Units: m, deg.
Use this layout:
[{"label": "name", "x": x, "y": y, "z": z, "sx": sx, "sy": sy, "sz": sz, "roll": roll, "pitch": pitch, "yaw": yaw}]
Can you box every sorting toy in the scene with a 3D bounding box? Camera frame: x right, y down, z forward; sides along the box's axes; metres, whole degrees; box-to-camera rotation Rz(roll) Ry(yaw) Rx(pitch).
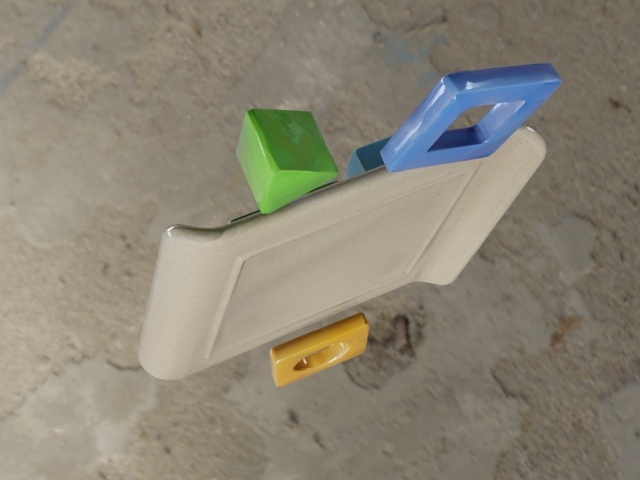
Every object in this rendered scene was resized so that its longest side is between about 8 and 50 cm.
[{"label": "sorting toy", "x": 0.000, "y": 0.000, "z": 0.661, "sx": 0.196, "sy": 0.348, "sz": 0.047, "roll": -17, "pitch": 69, "yaw": -20}]
